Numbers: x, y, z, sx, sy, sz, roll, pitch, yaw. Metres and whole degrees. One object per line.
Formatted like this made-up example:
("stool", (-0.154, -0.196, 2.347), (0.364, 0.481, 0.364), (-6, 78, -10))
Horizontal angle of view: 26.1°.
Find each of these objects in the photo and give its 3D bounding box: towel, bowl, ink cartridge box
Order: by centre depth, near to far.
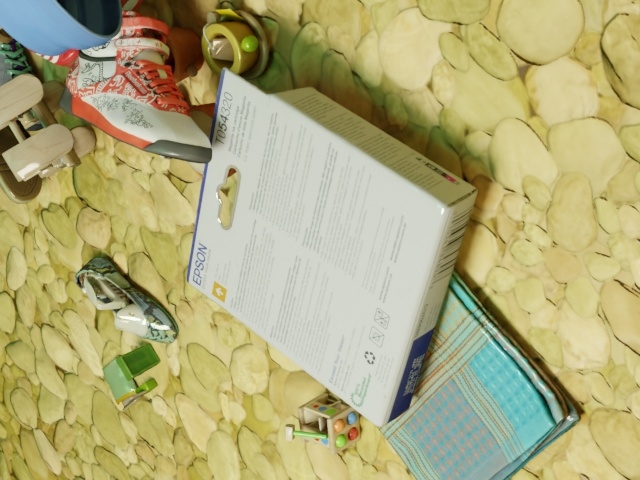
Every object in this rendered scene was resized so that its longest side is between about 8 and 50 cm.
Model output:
("bowl", (-0.350, -0.378, 1.508), (0.077, 0.391, 0.391), (-26, 89, 11))
("ink cartridge box", (0.000, 0.000, 1.593), (0.330, 0.071, 0.324), (36, 132, 27))
("towel", (0.109, 0.134, 1.627), (0.370, 0.040, 0.271), (51, 137, 15))

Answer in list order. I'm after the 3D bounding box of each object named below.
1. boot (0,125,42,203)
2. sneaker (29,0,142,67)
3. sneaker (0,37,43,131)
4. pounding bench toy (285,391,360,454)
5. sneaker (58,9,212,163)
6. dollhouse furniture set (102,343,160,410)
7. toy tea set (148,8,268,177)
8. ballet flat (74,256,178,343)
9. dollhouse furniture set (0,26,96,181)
("boot", (-0.510, -0.123, 2.122), (0.165, 0.077, 0.213), (-42, 72, 47))
("sneaker", (-0.295, -0.316, 1.711), (0.087, 0.128, 0.221), (37, 107, 43))
("sneaker", (-0.457, -0.263, 1.994), (0.223, 0.083, 0.098), (53, 133, 15))
("pounding bench toy", (0.003, 0.240, 1.756), (0.065, 0.083, 0.052), (15, 119, 42))
("sneaker", (-0.207, -0.189, 1.629), (0.270, 0.090, 0.145), (27, 100, 45))
("dollhouse furniture set", (-0.299, 0.210, 2.077), (0.152, 0.059, 0.076), (-38, 80, 48))
("toy tea set", (-0.199, -0.176, 1.730), (0.336, 0.124, 0.200), (3, 112, 45))
("ballet flat", (-0.288, 0.097, 2.006), (0.188, 0.070, 0.070), (37, 132, 28))
("dollhouse furniture set", (-0.374, -0.216, 1.857), (0.242, 0.161, 0.212), (59, -179, -4))
